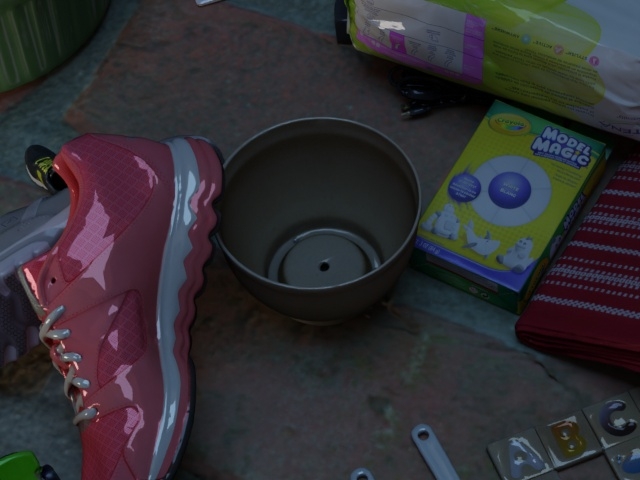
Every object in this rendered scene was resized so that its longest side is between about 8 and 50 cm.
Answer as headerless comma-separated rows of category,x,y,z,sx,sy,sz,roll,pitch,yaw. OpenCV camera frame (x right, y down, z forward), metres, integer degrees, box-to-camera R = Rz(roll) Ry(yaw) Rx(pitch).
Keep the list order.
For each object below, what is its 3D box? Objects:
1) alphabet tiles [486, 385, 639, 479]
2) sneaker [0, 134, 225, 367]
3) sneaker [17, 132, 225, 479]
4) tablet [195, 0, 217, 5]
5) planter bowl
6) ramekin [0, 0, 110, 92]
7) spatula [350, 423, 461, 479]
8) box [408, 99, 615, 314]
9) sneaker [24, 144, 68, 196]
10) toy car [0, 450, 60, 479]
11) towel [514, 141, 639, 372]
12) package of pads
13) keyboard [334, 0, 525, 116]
alphabet tiles,0.269,0.189,1.387,0.237,0.009,0.198,-20,56,-9
sneaker,-0.199,-0.012,1.507,0.281,0.105,0.115,-31,37,-28
sneaker,-0.163,0.066,1.395,0.136,0.116,0.313,12,72,-18
tablet,-0.097,-0.250,1.722,0.054,0.006,0.083,-17,56,-7
planter bowl,0.000,0.000,1.478,0.162,0.109,0.162,-2,55,3
ramekin,-0.323,-0.267,1.666,0.303,0.148,0.303,-2,56,3
spatula,0.069,0.250,1.355,0.168,0.019,0.242,-24,57,-11
box,0.157,-0.037,1.526,0.105,0.043,0.179,24,63,19
sneaker,-0.221,-0.056,1.580,0.031,0.035,0.083,-32,59,-17
toy car,-0.168,0.240,1.297,0.239,0.053,0.225,-32,103,-16
towel,0.292,-0.005,1.469,0.199,0.031,0.275,11,52,41
package of pads,0.189,-0.217,1.580,0.297,0.101,0.229,20,53,20
keyboard,0.169,-0.185,1.641,0.317,0.033,0.201,4,56,8
